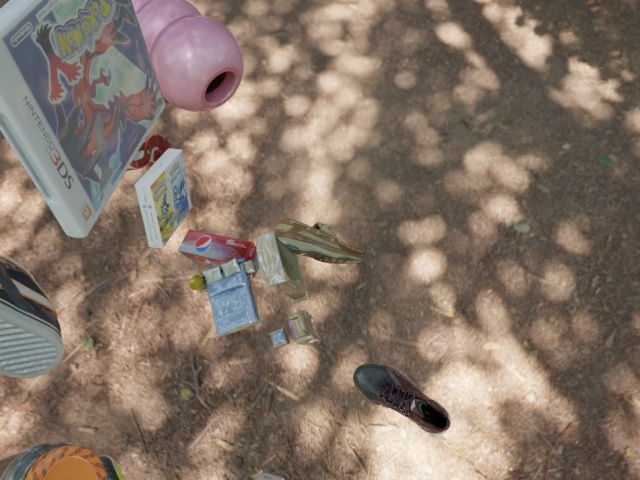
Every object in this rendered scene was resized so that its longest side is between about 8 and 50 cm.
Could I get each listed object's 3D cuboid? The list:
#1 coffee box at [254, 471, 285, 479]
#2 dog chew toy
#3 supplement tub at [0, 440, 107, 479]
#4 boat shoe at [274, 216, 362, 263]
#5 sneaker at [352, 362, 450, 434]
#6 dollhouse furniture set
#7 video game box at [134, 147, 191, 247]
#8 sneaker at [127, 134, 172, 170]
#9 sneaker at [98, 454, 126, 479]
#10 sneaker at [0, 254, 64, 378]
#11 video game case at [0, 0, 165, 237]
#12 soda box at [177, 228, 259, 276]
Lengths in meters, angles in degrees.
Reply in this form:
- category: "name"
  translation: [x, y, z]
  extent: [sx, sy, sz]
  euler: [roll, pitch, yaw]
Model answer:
- category: "coffee box"
  translation: [-0.071, 0.671, 1.235]
  extent: [0.098, 0.141, 0.246]
  euler: [-38, 92, -30]
- category: "dog chew toy"
  translation: [-0.327, -0.443, 1.199]
  extent: [0.206, 0.206, 0.332]
  euler: [-40, 74, -21]
- category: "supplement tub"
  translation: [-0.354, 0.316, 0.654]
  extent: [0.190, 0.117, 0.117]
  euler: [-28, 47, 33]
- category: "boat shoe"
  translation: [0.000, 0.000, 1.698]
  extent: [0.324, 0.122, 0.120]
  euler: [15, 76, -33]
- category: "sneaker"
  translation: [0.214, 0.396, 1.360]
  extent: [0.281, 0.162, 0.106]
  euler: [27, 78, 11]
- category: "dollhouse furniture set"
  translation: [-0.203, 0.161, 1.394]
  extent: [0.303, 0.198, 0.286]
  euler: [-20, 67, 9]
- category: "video game box"
  translation: [-0.405, -0.114, 1.398]
  extent: [0.048, 0.187, 0.205]
  euler: [4, 36, 10]
- category: "sneaker"
  translation: [-0.493, -0.222, 1.412]
  extent: [0.128, 0.221, 0.087]
  euler: [-10, 97, 18]
- category: "sneaker"
  translation: [-0.465, 0.707, 1.299]
  extent: [0.145, 0.147, 0.384]
  euler: [-34, 75, 14]
- category: "sneaker"
  translation: [-0.485, 0.066, 0.709]
  extent: [0.126, 0.321, 0.127]
  euler: [-34, 46, -4]
- category: "video game case"
  translation: [-0.204, -0.135, 0.469]
  extent: [0.023, 0.183, 0.201]
  euler: [6, 51, 9]
- category: "soda box"
  translation: [-0.313, 0.037, 1.673]
  extent: [0.263, 0.092, 0.083]
  euler: [10, 66, 29]
